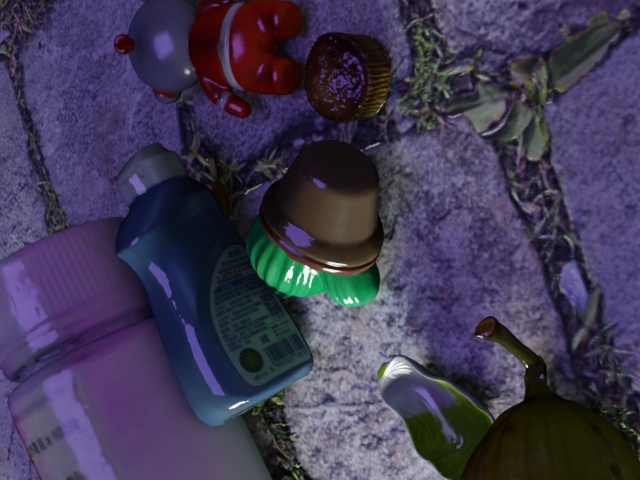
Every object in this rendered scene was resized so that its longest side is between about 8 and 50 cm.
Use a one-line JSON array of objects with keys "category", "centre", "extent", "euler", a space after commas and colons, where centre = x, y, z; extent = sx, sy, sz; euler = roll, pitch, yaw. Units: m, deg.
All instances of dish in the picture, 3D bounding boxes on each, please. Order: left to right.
[{"category": "dish", "centre": [0.112, 0.153, 0.890], "extent": [0.137, 0.039, 0.091], "euler": [42, 128, 30]}]

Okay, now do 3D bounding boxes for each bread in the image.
[{"category": "bread", "centre": [0.020, -0.150, 0.904], "extent": [0.085, 0.053, 0.085], "euler": [10, 105, 41]}]

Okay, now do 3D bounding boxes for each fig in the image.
[{"category": "fig", "centre": [0.175, 0.183, 0.785], "extent": [0.142, 0.148, 0.186], "euler": [114, 164, -45]}]

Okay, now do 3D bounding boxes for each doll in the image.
[{"category": "doll", "centre": [-0.124, -0.199, 1.016], "extent": [0.245, 0.076, 0.142], "euler": [9, 103, 38]}]

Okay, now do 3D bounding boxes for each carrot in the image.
[{"category": "carrot", "centre": [-0.117, 0.005, 1.077], "extent": [0.035, 0.035, 0.142], "euler": [19, 103, 39]}]

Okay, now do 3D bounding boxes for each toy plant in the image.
[{"category": "toy plant", "centre": [0.000, 0.000, 0.927], "extent": [0.143, 0.105, 0.200], "euler": [32, 140, 14]}]

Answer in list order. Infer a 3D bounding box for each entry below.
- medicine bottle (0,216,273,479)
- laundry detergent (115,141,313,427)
[{"category": "medicine bottle", "centre": [-0.205, 0.187, 1.046], "extent": [0.219, 0.219, 0.388], "euler": [-33, 82, 41]}, {"category": "laundry detergent", "centre": [-0.126, 0.035, 0.998], "extent": [0.094, 0.143, 0.290], "euler": [-37, 79, 41]}]
